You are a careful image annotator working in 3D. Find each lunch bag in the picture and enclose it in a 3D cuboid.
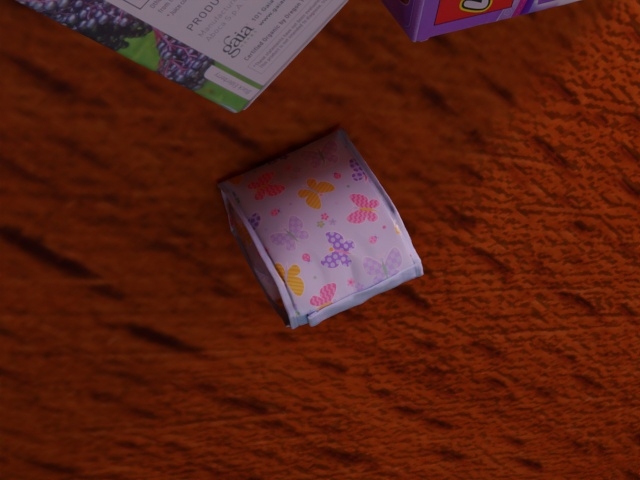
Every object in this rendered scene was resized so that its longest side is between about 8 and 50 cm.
[{"bbox_3d":[0.000,0.000,0.781,0.071,0.083,0.053,-26,144,-10],"label":"lunch bag"}]

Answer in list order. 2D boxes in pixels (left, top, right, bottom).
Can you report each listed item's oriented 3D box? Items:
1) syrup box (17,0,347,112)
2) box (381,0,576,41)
[{"bbox_3d":[-0.087,-0.139,0.539,0.096,0.093,0.237,-45,143,18],"label":"syrup box"},{"bbox_3d":[0.130,-0.223,0.635,0.201,0.057,0.293,-16,142,-23],"label":"box"}]
